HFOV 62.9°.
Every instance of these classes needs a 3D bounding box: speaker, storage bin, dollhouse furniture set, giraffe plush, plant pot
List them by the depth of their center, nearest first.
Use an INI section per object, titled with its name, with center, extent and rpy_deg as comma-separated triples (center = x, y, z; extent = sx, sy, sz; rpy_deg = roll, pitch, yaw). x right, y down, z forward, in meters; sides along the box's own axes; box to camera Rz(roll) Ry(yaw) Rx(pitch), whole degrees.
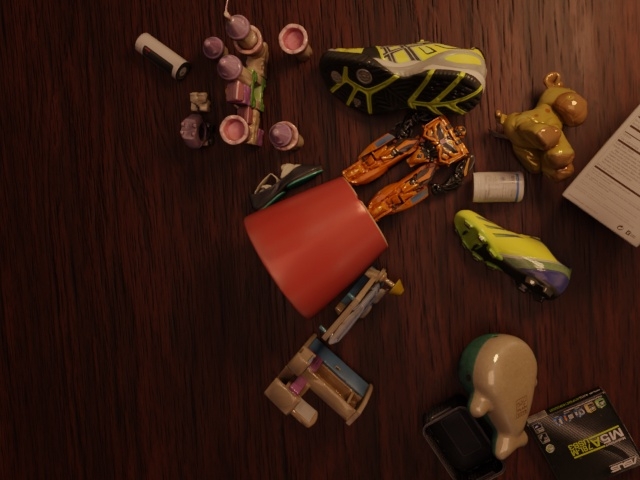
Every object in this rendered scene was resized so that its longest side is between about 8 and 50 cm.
[giraffe plush]
center = 0.496, -0.255, 1.127
extent = 0.170, 0.181, 0.210
rpy_deg = -42, 51, 1
[dollhouse furniture set]
center = 0.082, 0.242, 1.159
extent = 0.198, 0.286, 0.303
rpy_deg = 40, 111, 6
[plant pot]
center = 0.000, 0.000, 1.183
extent = 0.243, 0.275, 0.274
rpy_deg = -33, 87, 3
[storage bin]
center = 0.333, 0.472, 1.230
extent = 0.122, 0.084, 0.180
rpy_deg = -34, 88, 11
[speaker]
center = -0.398, -0.463, 1.318
extent = 0.136, 0.055, 0.055
rpy_deg = 37, 100, 6

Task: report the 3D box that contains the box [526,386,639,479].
[box]
center = 0.601, 0.458, 1.198
extent = 0.191, 0.045, 0.184
rpy_deg = -28, 86, 12

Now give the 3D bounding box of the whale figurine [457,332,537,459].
[whale figurine]
center = 0.393, 0.342, 1.178
extent = 0.216, 0.141, 0.271
rpy_deg = -15, 99, -32

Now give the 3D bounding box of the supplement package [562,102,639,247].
[supplement package]
center = 0.652, -0.166, 1.016
extent = 0.175, 0.178, 0.292
rpy_deg = 42, 123, 18

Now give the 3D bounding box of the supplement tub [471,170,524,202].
[supplement tub]
center = 0.399, -0.121, 1.182
extent = 0.107, 0.071, 0.070
rpy_deg = 0, 94, 12

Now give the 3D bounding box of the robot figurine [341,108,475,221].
[robot figurine]
center = 0.209, -0.176, 1.207
extent = 0.291, 0.085, 0.211
rpy_deg = -33, 88, 11

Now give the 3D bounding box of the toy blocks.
[toy blocks]
center = -0.193, -0.351, 1.182
extent = 0.309, 0.260, 0.288
rpy_deg = 6, 96, 10

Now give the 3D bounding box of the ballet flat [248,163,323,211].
[ballet flat]
center = -0.092, -0.143, 1.276
extent = 0.203, 0.074, 0.074
rpy_deg = -33, 88, 13

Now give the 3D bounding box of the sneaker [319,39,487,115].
[sneaker]
center = 0.183, -0.379, 1.190
extent = 0.385, 0.145, 0.147
rpy_deg = 15, 56, 19

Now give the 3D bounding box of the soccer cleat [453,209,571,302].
[soccer cleat]
center = 0.434, 0.018, 1.191
extent = 0.289, 0.093, 0.121
rpy_deg = 39, 70, 10
